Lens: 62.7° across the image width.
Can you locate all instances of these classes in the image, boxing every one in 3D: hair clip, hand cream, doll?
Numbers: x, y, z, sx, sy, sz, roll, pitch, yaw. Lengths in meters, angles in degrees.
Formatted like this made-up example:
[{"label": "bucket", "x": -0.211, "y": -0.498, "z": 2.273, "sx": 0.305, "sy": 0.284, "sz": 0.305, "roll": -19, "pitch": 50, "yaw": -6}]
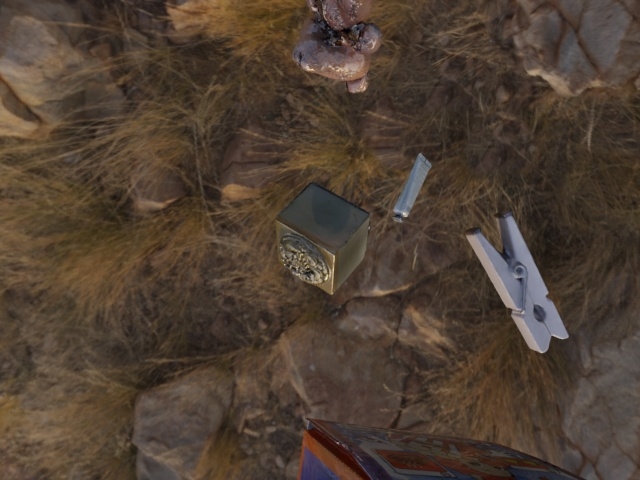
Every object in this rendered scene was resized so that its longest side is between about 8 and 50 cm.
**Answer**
[{"label": "hair clip", "x": 0.459, "y": 0.097, "z": 1.218, "sx": 0.101, "sy": 0.085, "sz": 0.330, "roll": -28, "pitch": 91, "yaw": -8}, {"label": "hand cream", "x": 0.248, "y": -0.141, "z": 1.435, "sx": 0.067, "sy": 0.194, "sz": 0.042, "roll": 33, "pitch": 167, "yaw": -35}, {"label": "doll", "x": 0.015, "y": -0.406, "z": 1.002, "sx": 0.156, "sy": 0.303, "sz": 0.201, "roll": -40, "pitch": 80, "yaw": -6}]

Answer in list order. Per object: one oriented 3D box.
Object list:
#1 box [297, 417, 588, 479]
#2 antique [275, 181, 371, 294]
[{"label": "box", "x": 0.163, "y": 0.411, "z": 0.692, "sx": 0.349, "sy": 0.318, "sz": 0.257, "roll": 11, "pitch": 83, "yaw": -16}, {"label": "antique", "x": 0.000, "y": 0.000, "z": 1.031, "sx": 0.147, "sy": 0.148, "sz": 0.152, "roll": 31, "pitch": 148, "yaw": 21}]
